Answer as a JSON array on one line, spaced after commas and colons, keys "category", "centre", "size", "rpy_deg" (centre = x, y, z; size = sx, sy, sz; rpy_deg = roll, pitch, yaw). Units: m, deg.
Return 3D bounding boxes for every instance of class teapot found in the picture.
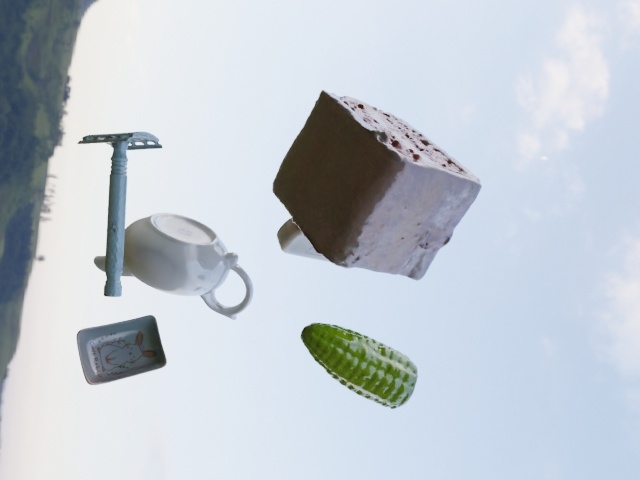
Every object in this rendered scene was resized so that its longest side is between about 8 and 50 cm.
[{"category": "teapot", "centre": [-0.260, 0.041, 1.184], "size": [0.204, 0.298, 0.140], "rpy_deg": [-71, -177, -75]}]

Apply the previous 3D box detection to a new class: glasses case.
[{"category": "glasses case", "centre": [0.000, 0.000, 1.326], "size": [0.083, 0.196, 0.050], "rpy_deg": [-45, -130, 34]}]

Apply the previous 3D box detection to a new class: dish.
[{"category": "dish", "centre": [-0.531, 0.295, 1.703], "size": [0.077, 0.212, 0.151], "rpy_deg": [-42, -117, 56]}]

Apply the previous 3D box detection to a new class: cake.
[{"category": "cake", "centre": [0.087, -0.103, 1.157], "size": [0.230, 0.236, 0.309], "rpy_deg": [-61, -139, 19]}]

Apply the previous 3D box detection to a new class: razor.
[{"category": "razor", "centre": [-0.288, -0.036, 0.906], "size": [0.106, 0.068, 0.232], "rpy_deg": [2, -91, 32]}]

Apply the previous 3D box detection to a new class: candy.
[{"category": "candy", "centre": [0.059, 0.195, 1.043], "size": [0.097, 0.209, 0.097], "rpy_deg": [-55, -167, 19]}]
